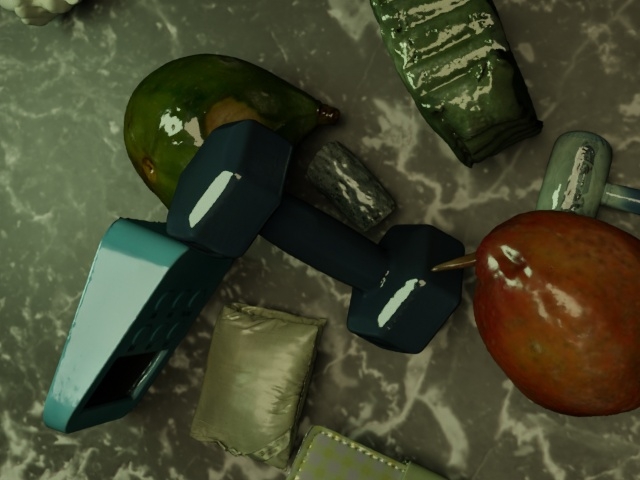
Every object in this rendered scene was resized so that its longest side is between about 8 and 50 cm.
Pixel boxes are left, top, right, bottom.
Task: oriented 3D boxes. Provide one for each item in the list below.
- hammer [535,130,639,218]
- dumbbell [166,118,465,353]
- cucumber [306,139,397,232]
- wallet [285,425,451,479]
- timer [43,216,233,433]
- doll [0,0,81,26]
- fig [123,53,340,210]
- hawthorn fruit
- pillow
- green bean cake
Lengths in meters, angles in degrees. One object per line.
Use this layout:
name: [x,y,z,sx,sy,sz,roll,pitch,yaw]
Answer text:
hammer: [0.345,-0.049,1.423,0.194,0.069,0.116,15,91,6]
dumbbell: [0.000,0.000,1.385,0.325,0.144,0.160,29,110,-24]
cucumber: [0.038,-0.063,1.496,0.112,0.064,0.064,44,98,10]
wallet: [0.086,0.365,1.434,0.309,0.077,0.223,24,73,6]
timer: [-0.209,0.106,1.467,0.091,0.232,0.250,24,94,11]
doll: [-0.414,-0.360,1.602,0.293,0.119,0.138,26,102,19]
fig: [-0.102,-0.127,1.494,0.245,0.195,0.195,-15,83,-22]
hawthorn fruit: [0.247,0.065,1.344,0.262,0.210,0.210,29,95,-9]
pillow: [-0.074,0.165,1.507,0.134,0.078,0.181,15,90,15]
green bean cake: [0.152,-0.200,1.391,0.125,0.222,0.227,-28,78,11]
